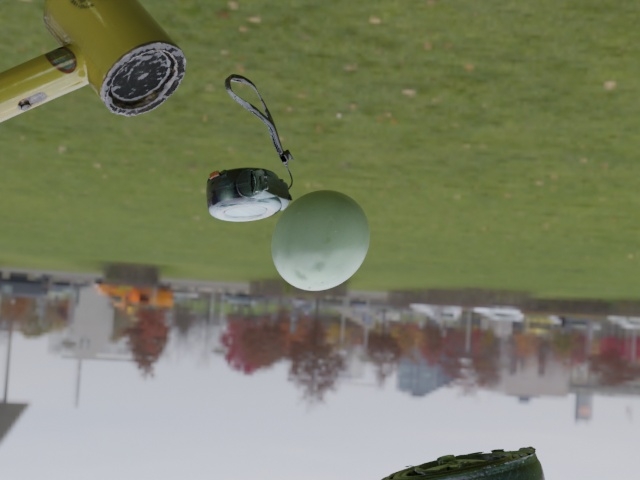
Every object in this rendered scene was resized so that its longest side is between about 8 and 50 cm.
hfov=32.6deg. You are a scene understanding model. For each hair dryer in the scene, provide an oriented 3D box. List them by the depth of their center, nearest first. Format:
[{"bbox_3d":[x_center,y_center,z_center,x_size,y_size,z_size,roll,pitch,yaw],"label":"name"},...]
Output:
[{"bbox_3d":[-0.279,-0.153,1.022,0.278,0.135,0.090,-29,153,-22],"label":"hair dryer"}]

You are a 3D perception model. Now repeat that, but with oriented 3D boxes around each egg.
[{"bbox_3d":[0.000,0.000,1.740,0.149,0.149,0.192,2,-153,25],"label":"egg"}]

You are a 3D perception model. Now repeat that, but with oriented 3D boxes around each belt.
[{"bbox_3d":[0.178,0.327,1.377,0.206,0.116,0.267,-11,172,-2],"label":"belt"}]

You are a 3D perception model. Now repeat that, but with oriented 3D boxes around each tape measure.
[{"bbox_3d":[-0.102,-0.114,1.390,0.107,0.180,0.104,-11,-179,25],"label":"tape measure"}]
